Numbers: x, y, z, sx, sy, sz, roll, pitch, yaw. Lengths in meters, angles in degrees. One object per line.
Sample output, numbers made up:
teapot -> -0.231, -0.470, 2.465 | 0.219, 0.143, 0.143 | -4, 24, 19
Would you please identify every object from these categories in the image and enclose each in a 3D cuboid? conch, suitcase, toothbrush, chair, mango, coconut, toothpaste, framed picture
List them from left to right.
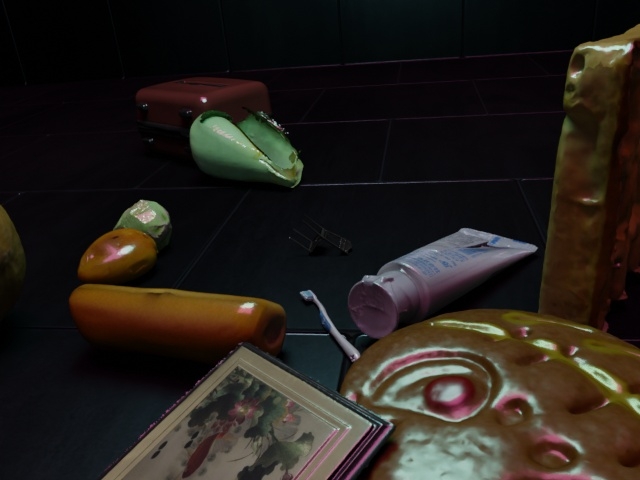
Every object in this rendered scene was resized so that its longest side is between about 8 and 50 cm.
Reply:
mango -> -0.282, 0.027, 0.812 | 0.114, 0.061, 0.080 | -21, 45, -35
coconut -> -0.267, -0.019, 0.892 | 0.082, 0.081, 0.083 | -30, 15, 50
suitcase -> -0.273, -0.291, 1.378 | 0.296, 0.161, 0.236 | 16, 31, 40
framed picture -> -0.072, 0.170, 0.442 | 0.199, 0.010, 0.195 | 17, 51, 45
conch -> -0.141, -0.190, 1.158 | 0.250, 0.137, 0.143 | 5, 26, 20
chair -> 0.000, 0.002, 0.847 | 0.086, 0.042, 0.037 | 31, 27, -7
toothbrush -> 0.012, 0.094, 0.664 | 0.017, 0.014, 0.162 | 0, 21, -25
toothpaste -> 0.151, 0.036, 0.711 | 0.113, 0.073, 0.299 | 16, 25, 39

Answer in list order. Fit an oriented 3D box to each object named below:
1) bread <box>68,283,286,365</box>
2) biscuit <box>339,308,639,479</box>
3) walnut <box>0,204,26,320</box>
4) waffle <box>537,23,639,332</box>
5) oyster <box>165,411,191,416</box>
bread -> -0.157, 0.091, 0.626 | 0.239, 0.074, 0.092 | 3, -10, 18
biscuit -> 0.153, 0.167, 0.410 | 0.350, 0.070, 0.394 | -15, 27, -21
walnut -> -0.490, 0.041, 0.673 | 0.297, 0.203, 0.203 | -18, 22, 12
waffle -> 0.349, -0.095, 0.666 | 0.077, 0.305, 0.348 | 13, 29, 35
oyster -> -0.103, 0.164, 0.514 | 0.093, 0.034, 0.051 | -7, 17, 7
